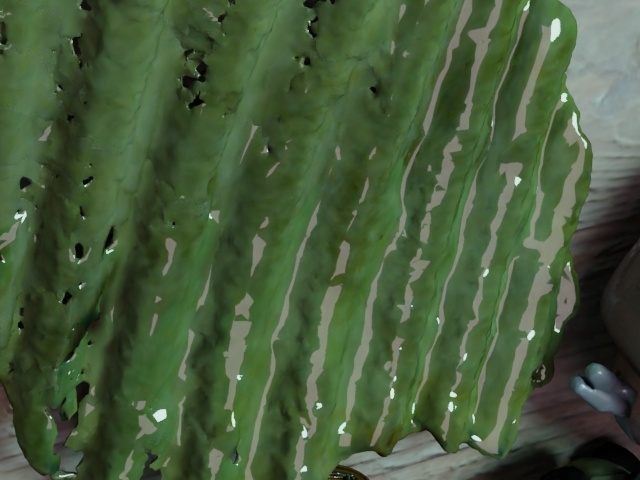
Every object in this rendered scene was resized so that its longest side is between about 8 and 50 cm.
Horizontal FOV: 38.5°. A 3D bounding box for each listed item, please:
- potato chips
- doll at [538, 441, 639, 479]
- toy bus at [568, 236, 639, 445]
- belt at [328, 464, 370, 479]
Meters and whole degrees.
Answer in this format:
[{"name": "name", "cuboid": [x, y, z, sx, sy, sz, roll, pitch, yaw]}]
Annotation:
[{"name": "potato chips", "cuboid": [-0.003, -0.007, 0.488, 0.373, 0.097, 0.389, -17, 121, -15]}, {"name": "doll", "cuboid": [0.213, 0.245, 0.678, 0.143, 0.135, 0.234, -34, 118, -6]}, {"name": "toy bus", "cuboid": [0.318, 0.080, 0.614, 0.232, 0.197, 0.294, -43, 124, 13]}, {"name": "belt", "cuboid": [-0.005, 0.171, 0.593, 0.083, 0.059, 0.036, 3, 113, -23]}]
